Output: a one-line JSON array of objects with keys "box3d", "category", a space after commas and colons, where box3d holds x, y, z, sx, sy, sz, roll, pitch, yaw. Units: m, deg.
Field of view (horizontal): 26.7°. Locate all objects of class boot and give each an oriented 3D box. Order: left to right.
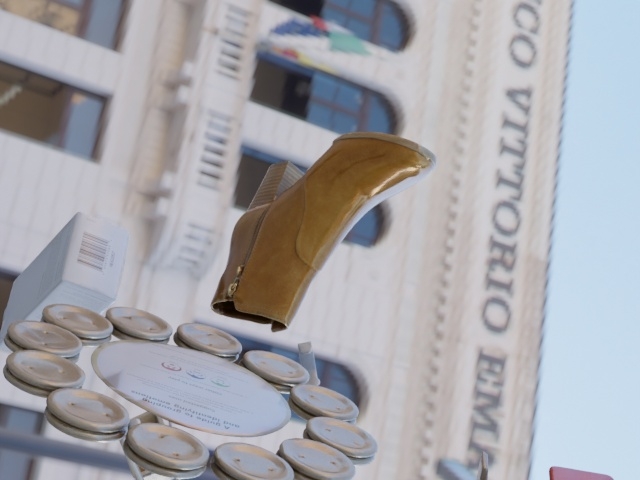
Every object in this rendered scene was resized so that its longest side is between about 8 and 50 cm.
[{"box3d": [-0.001, 0.000, 1.515, 0.295, 0.104, 0.211, -11, -126, 50], "category": "boot"}]

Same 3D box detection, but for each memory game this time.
[{"box3d": [-0.061, 0.073, 0.640, 0.186, 0.186, 0.012, 43, -63, 59], "category": "memory game"}]

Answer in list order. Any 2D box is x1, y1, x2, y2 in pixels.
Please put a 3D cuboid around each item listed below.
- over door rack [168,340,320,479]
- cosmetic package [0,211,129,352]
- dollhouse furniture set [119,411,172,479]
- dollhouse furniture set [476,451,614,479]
[{"box3d": [-0.092, 0.305, 1.873, 0.324, 0.240, 0.108, -106, -173, -46], "category": "over door rack"}, {"box3d": [-0.356, 0.069, 1.853, 0.231, 0.086, 0.117, -39, -145, 47], "category": "cosmetic package"}, {"box3d": [-0.133, 0.135, 0.864, 0.114, 0.091, 0.081, -128, -164, -58], "category": "dollhouse furniture set"}, {"box3d": [0.313, 0.338, 1.572, 0.259, 0.262, 0.135, -76, 173, -68], "category": "dollhouse furniture set"}]
